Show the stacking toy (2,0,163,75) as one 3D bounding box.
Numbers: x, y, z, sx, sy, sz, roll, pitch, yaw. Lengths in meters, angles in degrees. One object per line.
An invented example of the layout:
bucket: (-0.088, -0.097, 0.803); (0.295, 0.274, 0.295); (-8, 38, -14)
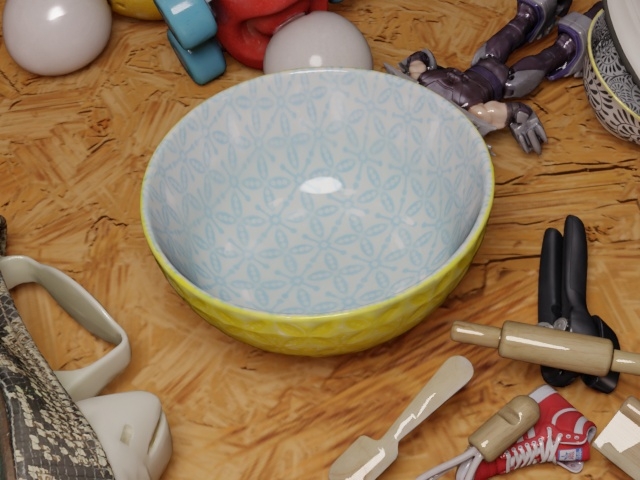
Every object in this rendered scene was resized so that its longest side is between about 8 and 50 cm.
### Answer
stacking toy: (-0.178, -0.370, 1.226); (0.350, 0.350, 0.480); (29, 74, 28)

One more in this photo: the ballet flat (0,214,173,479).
ballet flat: (-0.224, 0.122, 0.839); (0.182, 0.164, 0.483); (-14, 44, -29)

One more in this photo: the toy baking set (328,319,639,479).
toy baking set: (0.144, 0.152, 0.794); (0.256, 0.030, 0.197); (14, 69, 10)

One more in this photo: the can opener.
can opener: (0.212, 0.052, 0.926); (0.059, 0.073, 0.186); (-32, 35, 30)

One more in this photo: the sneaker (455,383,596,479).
sneaker: (0.164, 0.164, 0.826); (0.118, 0.042, 0.067); (-34, 50, -26)

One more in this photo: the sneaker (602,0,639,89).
sneaker: (0.407, -0.168, 0.894); (0.169, 0.257, 0.447); (-2, 62, -22)

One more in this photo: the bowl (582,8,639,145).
bowl: (0.323, -0.149, 1.058); (0.170, 0.080, 0.170); (9, 59, -15)

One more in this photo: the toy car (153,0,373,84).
toy car: (-0.018, -0.197, 1.114); (0.219, 0.210, 0.238); (-31, 81, -5)

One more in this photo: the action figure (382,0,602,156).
action figure: (0.183, -0.168, 1.097); (0.285, 0.099, 0.185); (-36, 61, -20)

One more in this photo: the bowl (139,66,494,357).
bowl: (0.000, 0.000, 0.914); (0.289, 0.156, 0.289); (-2, 48, 2)
